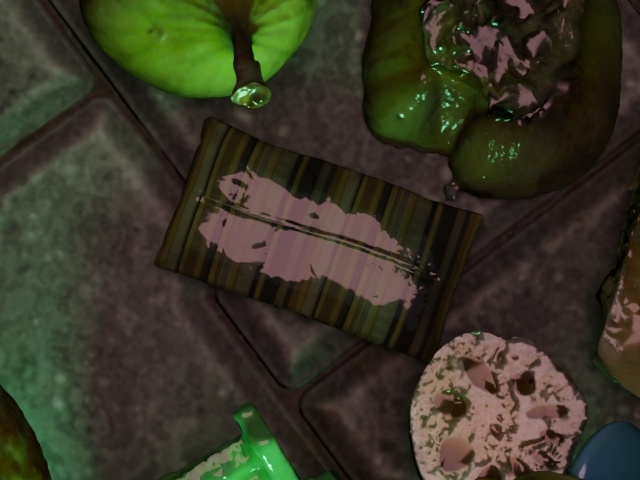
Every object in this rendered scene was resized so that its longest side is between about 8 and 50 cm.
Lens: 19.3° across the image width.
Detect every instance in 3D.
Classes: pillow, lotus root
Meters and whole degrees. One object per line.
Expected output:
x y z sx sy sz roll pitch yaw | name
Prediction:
0.000 0.000 1.278 0.203 0.038 0.113 19 83 -2 | pillow
0.111 0.124 1.250 0.112 0.081 0.122 22 83 1 | lotus root
0.121 -0.130 1.282 0.183 0.078 0.204 1 85 -3 | lotus root

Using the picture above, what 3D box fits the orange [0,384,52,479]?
-0.317 0.193 1.133 0.329 0.249 0.329 0 92 -5 | orange

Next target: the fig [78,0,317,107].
-0.062 -0.139 1.223 0.160 0.143 0.231 -21 57 -11 | fig

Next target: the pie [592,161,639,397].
0.286 0.018 1.288 0.185 0.052 0.218 13 85 -7 | pie

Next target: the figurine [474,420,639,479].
0.180 0.232 1.175 0.180 0.262 0.154 -41 44 5 | figurine

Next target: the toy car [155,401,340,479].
-0.007 0.295 1.169 0.213 0.176 0.359 -29 78 -5 | toy car
